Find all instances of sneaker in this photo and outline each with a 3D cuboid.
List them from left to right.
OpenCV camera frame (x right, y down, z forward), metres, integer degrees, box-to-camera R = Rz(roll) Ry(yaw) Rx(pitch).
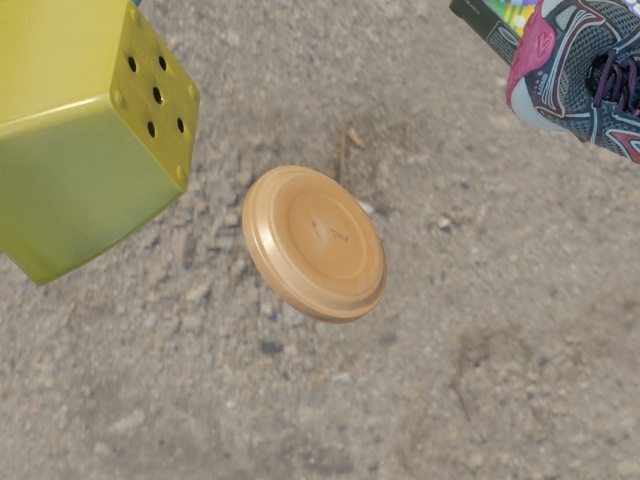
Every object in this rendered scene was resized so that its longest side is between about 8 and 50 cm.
[{"bbox_3d":[0.258,-0.118,1.064,0.299,0.112,0.120,13,104,-44],"label":"sneaker"}]

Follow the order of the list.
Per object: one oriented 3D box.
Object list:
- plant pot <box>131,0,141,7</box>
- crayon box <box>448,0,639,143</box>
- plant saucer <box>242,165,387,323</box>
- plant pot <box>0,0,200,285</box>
[{"bbox_3d":[-0.254,-0.345,1.471,0.166,0.165,0.234,34,100,-37],"label":"plant pot"},{"bbox_3d":[0.317,-0.283,1.382,0.323,0.083,0.203,-44,86,-12],"label":"crayon box"},{"bbox_3d":[0.000,0.000,0.653,0.083,0.083,0.013,36,133,-19],"label":"plant saucer"},{"bbox_3d":[-0.236,-0.114,1.321,0.187,0.212,0.212,-15,137,22],"label":"plant pot"}]
